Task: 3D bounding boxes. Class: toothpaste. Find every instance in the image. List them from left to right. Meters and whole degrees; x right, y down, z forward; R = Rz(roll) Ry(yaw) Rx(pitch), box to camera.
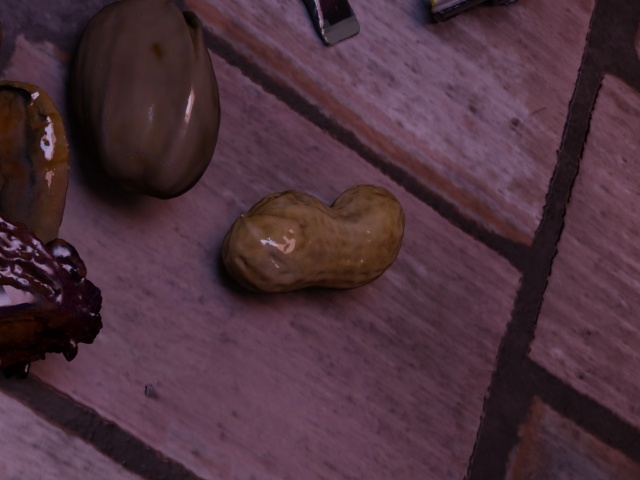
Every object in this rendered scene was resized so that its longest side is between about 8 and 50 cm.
[{"bbox_3d":[-0.021,-0.312,2.020,0.062,0.037,0.216,-30,95,-42],"label":"toothpaste"}]

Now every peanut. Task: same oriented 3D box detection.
[{"bbox_3d":[0.000,0.000,1.865,0.229,0.098,0.103,-5,101,-41],"label":"peanut"}]

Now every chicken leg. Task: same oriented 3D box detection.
[{"bbox_3d":[-0.367,0.013,1.550,0.407,0.096,0.158,26,85,-20],"label":"chicken leg"}]

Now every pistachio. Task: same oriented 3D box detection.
[{"bbox_3d":[-0.160,-0.140,1.775,0.138,0.153,0.238,31,28,-35],"label":"pistachio"}]

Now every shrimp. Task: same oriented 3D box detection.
[{"bbox_3d":[-0.280,-0.011,1.686,0.066,0.117,0.262,6,91,-66],"label":"shrimp"}]

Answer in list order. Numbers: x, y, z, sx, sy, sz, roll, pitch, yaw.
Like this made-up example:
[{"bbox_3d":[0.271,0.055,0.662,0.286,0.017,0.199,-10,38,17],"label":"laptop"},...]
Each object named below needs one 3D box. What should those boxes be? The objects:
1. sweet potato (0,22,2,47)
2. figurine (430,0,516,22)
[{"bbox_3d":[-0.368,-0.116,1.648,0.066,0.072,0.314,35,53,5],"label":"sweet potato"},{"bbox_3d":[0.158,-0.400,2.125,0.308,0.143,0.308,31,51,-47],"label":"figurine"}]
